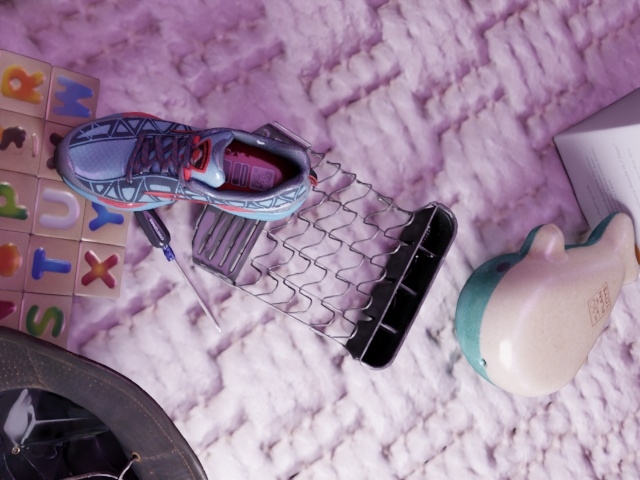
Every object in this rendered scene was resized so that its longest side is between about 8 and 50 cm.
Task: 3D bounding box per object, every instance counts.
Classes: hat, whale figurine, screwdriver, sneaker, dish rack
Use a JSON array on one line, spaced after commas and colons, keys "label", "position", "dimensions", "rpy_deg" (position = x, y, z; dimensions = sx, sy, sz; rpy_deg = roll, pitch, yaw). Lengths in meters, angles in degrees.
[{"label": "hat", "position": [-0.233, 0.199, 0.871], "dimensions": [0.332, 0.134, 0.331], "rpy_deg": [6, 117, 13]}, {"label": "whale figurine", "position": [0.276, 0.065, 1.100], "dimensions": [0.272, 0.141, 0.216], "rpy_deg": [-37, 123, -24]}, {"label": "screwdriver", "position": [-0.155, 0.034, 0.984], "dimensions": [0.025, 0.024, 0.169], "rpy_deg": [-41, 109, -47]}, {"label": "sneaker", "position": [-0.129, -0.085, 0.894], "dimensions": [0.262, 0.125, 0.104], "rpy_deg": [4, 81, -15]}, {"label": "dish rack", "position": [0.000, 0.000, 1.019], "dimensions": [0.272, 0.074, 0.208], "rpy_deg": [31, 79, -19]}]

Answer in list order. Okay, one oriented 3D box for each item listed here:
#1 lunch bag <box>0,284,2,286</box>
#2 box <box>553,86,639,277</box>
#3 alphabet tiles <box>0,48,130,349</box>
[{"label": "lunch bag", "position": [-0.363, 0.040, 0.873], "dimensions": [0.098, 0.067, 0.065], "rpy_deg": [-26, 100, -20]}, {"label": "box", "position": [0.478, -0.078, 1.065], "dimensions": [0.168, 0.345, 0.215], "rpy_deg": [-30, 102, -19]}, {"label": "alphabet tiles", "position": [-0.321, -0.042, 0.841], "dimensions": [0.343, 0.011, 0.285], "rpy_deg": [11, 85, -47]}]
